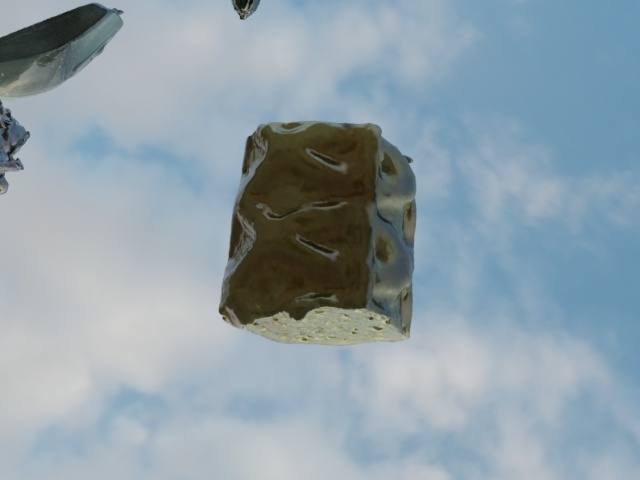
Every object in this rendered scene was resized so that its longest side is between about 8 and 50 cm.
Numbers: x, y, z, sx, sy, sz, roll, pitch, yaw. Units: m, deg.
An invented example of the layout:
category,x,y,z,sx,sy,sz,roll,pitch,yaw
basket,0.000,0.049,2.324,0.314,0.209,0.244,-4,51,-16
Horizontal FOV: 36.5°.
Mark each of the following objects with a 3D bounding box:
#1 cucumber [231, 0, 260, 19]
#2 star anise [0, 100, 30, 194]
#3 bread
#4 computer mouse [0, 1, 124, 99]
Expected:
category,x,y,z,sx,sy,sz,roll,pitch,yaw
cucumber,-0.108,-0.461,1.482,0.067,0.067,0.245,0,-93,27
star anise,-0.566,-0.163,1.688,0.110,0.257,0.199,-3,-95,-10
bread,0.006,0.000,1.139,0.196,0.238,0.252,-16,-115,31
computer mouse,-0.332,-0.227,1.213,0.068,0.229,0.113,59,-27,2
